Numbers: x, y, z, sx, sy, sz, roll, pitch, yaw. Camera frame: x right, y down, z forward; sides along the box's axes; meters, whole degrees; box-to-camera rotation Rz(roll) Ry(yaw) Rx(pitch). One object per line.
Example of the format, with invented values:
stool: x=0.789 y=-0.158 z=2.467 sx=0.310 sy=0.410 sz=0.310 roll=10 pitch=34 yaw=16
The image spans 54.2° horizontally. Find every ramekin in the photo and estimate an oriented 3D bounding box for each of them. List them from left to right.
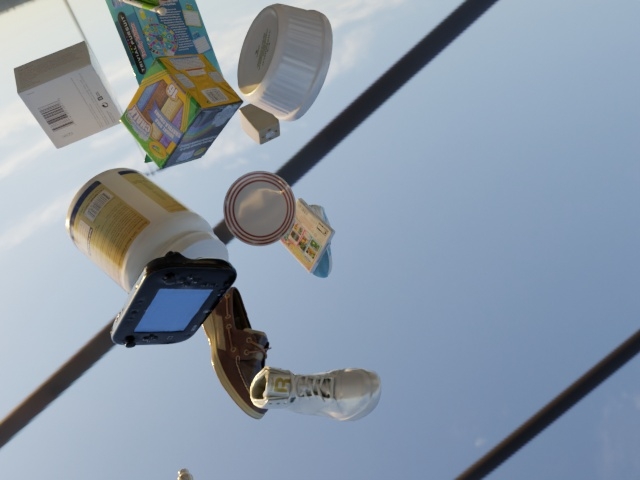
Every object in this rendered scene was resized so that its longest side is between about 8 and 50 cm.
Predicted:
ramekin: x=-0.095 y=-0.426 z=1.472 sx=0.127 sy=0.272 sz=0.273 roll=12 pitch=-166 yaw=-30

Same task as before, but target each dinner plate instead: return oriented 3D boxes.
dinner plate: x=-0.113 y=-0.059 z=1.167 sx=0.141 sy=0.141 sz=0.017 roll=-15 pitch=177 yaw=9

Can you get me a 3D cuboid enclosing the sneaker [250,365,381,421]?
sneaker: x=-0.026 y=0.310 z=1.274 sx=0.293 sy=0.169 sz=0.108 roll=-24 pitch=-123 yaw=47

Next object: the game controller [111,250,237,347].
game controller: x=-0.279 y=0.121 z=1.170 sx=0.167 sy=0.319 sz=0.067 roll=12 pitch=-127 yaw=-26

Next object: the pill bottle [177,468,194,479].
pill bottle: x=-0.377 y=0.685 z=1.759 sx=0.043 sy=0.043 sz=0.083 roll=-25 pitch=-141 yaw=-9

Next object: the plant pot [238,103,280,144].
plant pot: x=-0.179 y=-0.364 z=1.936 sx=0.109 sy=0.109 sz=0.096 roll=-28 pitch=-111 yaw=-14

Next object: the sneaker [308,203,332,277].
sneaker: x=0.000 y=0.000 z=1.904 sx=0.087 sy=0.228 sz=0.092 roll=-8 pitch=-176 yaw=32

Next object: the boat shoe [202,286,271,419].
boat shoe: x=-0.183 y=0.255 z=1.489 sx=0.123 sy=0.123 sz=0.342 roll=-36 pitch=-129 yaw=10

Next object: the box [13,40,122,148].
box: x=-0.600 y=-0.347 z=1.499 sx=0.182 sy=0.181 sz=0.119 roll=-25 pitch=-128 yaw=-6

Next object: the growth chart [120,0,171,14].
growth chart: x=-0.333 y=-0.583 z=1.327 sx=0.172 sy=0.021 sz=0.237 roll=21 pitch=-104 yaw=29

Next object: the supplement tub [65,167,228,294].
supplement tub: x=-0.377 y=0.002 z=1.371 sx=0.316 sy=0.228 sz=0.228 roll=35 pitch=-123 yaw=28

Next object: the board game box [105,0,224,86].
board game box: x=-0.395 y=-0.524 z=1.599 sx=0.079 sy=0.336 sz=0.254 roll=-12 pitch=-166 yaw=31

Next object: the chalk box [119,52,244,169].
chalk box: x=-0.276 y=-0.231 z=1.192 sx=0.213 sy=0.132 sz=0.132 roll=-44 pitch=173 yaw=34

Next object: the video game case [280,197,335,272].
video game case: x=-0.040 y=-0.014 z=1.706 sx=0.019 sy=0.143 sz=0.157 roll=-4 pitch=-140 yaw=-47
